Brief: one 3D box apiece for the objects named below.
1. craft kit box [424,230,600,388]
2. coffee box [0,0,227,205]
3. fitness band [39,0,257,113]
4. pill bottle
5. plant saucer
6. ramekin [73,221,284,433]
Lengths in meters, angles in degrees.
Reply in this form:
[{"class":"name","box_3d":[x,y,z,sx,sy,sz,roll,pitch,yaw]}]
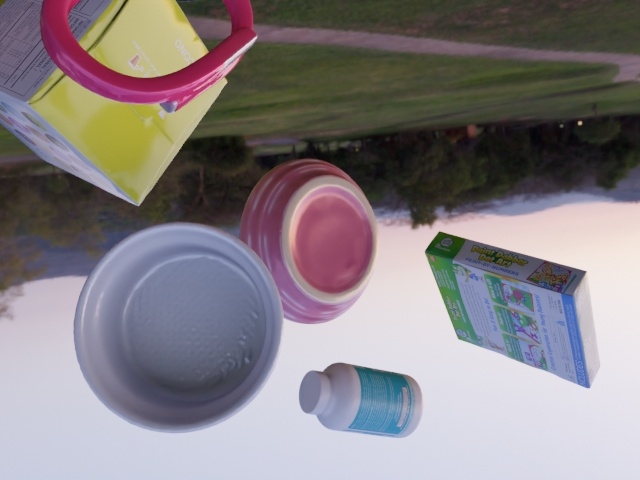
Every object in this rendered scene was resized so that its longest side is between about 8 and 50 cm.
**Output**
[{"class":"craft kit box","box_3d":[0.310,0.111,1.045,0.247,0.250,0.061,15,-123,38]},{"class":"coffee box","box_3d":[-0.454,-0.333,1.277,0.334,0.338,0.337,24,164,29]},{"class":"fitness band","box_3d":[-0.204,-0.278,0.815,0.291,0.209,0.054,-49,-177,-35]},{"class":"pill bottle","box_3d":[0.087,0.350,1.434,0.264,0.146,0.146,17,170,-30]},{"class":"plant saucer","box_3d":[0.000,0.000,1.284,0.332,0.332,0.084,-9,-177,-40]},{"class":"ramekin","box_3d":[-0.186,0.119,0.917,0.277,0.277,0.135,-7,173,0]}]
